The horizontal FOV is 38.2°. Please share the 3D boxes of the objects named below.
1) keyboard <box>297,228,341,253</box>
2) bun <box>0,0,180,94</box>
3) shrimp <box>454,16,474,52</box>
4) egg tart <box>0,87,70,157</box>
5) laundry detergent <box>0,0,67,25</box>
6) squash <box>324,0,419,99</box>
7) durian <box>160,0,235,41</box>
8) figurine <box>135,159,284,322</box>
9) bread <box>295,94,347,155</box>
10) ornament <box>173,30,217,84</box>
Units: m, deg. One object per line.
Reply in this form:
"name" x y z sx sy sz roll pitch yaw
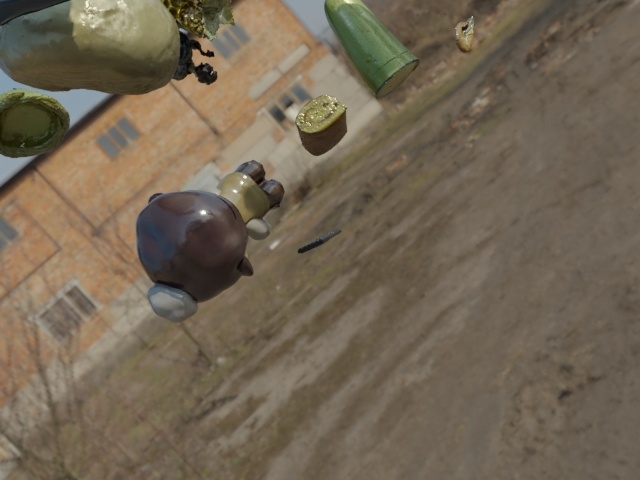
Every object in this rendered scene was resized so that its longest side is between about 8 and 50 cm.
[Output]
"keyboard" 0.000 0.000 2.008 0.061 0.013 0.204 -24 2 14
"bun" -0.415 -0.379 1.671 0.362 0.326 0.234 -18 -64 -70
"shrimp" 0.312 -0.454 2.003 0.023 0.059 0.108 -15 49 40
"egg tart" -0.659 -0.266 2.060 0.197 0.197 0.078 -40 48 15
"laundry detergent" -0.450 -0.383 1.426 0.206 0.061 0.096 -15 35 12
"squash" 0.067 -0.349 1.509 0.094 0.224 0.094 -34 -3 -2
"durian" -0.273 -0.489 1.932 0.172 0.166 0.306 -17 22 7
"figurine" -0.214 -0.026 1.762 0.206 0.218 0.365 -28 11 24
"bread" 0.001 -0.300 2.400 0.132 0.103 0.172 -39 -12 -6
"ornament" -0.303 -0.411 2.057 0.166 0.196 0.153 -59 -7 21
